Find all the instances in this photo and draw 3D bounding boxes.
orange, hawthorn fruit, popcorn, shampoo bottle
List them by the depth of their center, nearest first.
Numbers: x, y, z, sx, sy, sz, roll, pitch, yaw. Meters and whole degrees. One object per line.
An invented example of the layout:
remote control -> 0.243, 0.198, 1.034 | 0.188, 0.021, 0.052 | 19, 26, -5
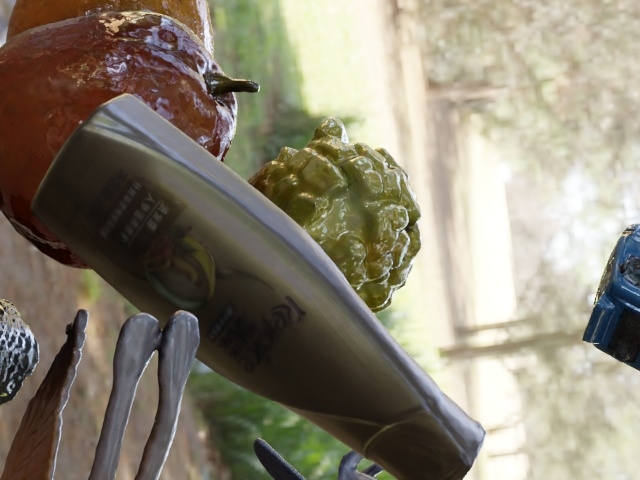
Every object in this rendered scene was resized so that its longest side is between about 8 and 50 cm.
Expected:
shampoo bottle -> -0.036, 0.048, 0.966 | 0.125, 0.350, 0.084 | -51, 177, 34
hawthorn fruit -> -0.177, -0.100, 1.224 | 0.224, 0.261, 0.224 | -25, 90, -84
orange -> -0.225, -0.210, 1.502 | 0.170, 0.224, 0.224 | -113, -169, -67
popcorn -> -0.004, -0.009, 1.521 | 0.181, 0.235, 0.217 | 13, 44, -49

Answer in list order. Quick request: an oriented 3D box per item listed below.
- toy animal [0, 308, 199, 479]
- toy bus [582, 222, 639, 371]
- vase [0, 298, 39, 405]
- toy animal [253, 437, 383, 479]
toy animal -> -0.171, 0.188, 0.854 | 0.225, 0.284, 0.302 | -3, 92, -44
toy bus -> 0.394, 0.092, 1.421 | 0.134, 0.246, 0.113 | -49, 159, -40
vase -> -0.336, 0.079, 1.254 | 0.237, 0.115, 0.115 | 82, 1, -74
toy animal -> 0.032, 0.290, 1.480 | 0.239, 0.255, 0.176 | 53, 54, -40
